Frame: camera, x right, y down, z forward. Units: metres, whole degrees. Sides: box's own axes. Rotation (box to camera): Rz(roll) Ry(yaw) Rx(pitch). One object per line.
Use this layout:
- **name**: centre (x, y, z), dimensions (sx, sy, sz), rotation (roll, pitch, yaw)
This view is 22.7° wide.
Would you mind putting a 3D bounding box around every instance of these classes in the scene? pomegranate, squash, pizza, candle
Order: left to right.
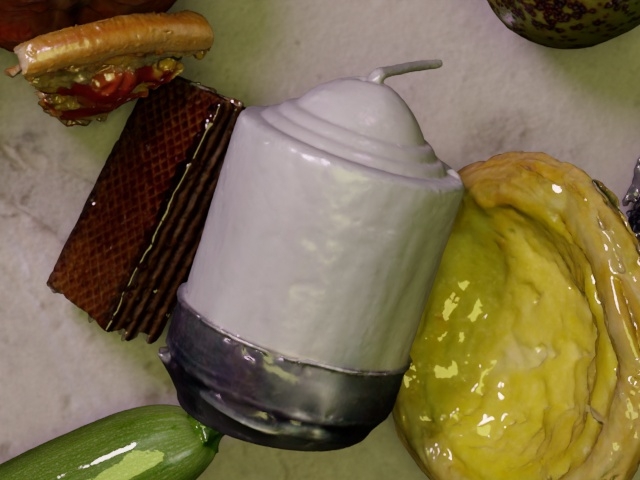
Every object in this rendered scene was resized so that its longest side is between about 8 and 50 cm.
- **squash**: centre (-0.256, 0.247, 1.486), dimensions (0.395, 0.107, 0.107), rotation (-27, 94, 1)
- **pizza**: centre (-0.197, -0.139, 1.420), dimensions (0.188, 0.199, 0.062), rotation (-12, 79, -24)
- **candle**: centre (0.000, 0.000, 1.399), dimensions (0.221, 0.221, 0.343), rotation (16, 104, -3)
- **pomegranate**: centre (0.207, -0.290, 1.408), dimensions (0.248, 0.214, 0.214), rotation (33, 92, -16)

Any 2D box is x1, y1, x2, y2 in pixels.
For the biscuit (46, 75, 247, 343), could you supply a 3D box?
- **biscuit**: centre (-0.154, -0.028, 1.465), dimensions (0.106, 0.070, 0.252), rotation (30, 94, 41)

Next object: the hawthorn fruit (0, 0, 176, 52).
- **hawthorn fruit**: centre (-0.228, -0.316, 1.371), dimensions (0.275, 0.275, 0.300), rotation (-5, 91, -1)

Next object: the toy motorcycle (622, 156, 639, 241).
- **toy motorcycle**: centre (0.372, -0.021, 1.471), dimensions (0.188, 0.143, 0.327), rotation (22, 100, -3)

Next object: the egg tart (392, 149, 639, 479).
- **egg tart**: centre (0.196, 0.088, 1.424), dimensions (0.132, 0.345, 0.345), rotation (0, 95, -39)
